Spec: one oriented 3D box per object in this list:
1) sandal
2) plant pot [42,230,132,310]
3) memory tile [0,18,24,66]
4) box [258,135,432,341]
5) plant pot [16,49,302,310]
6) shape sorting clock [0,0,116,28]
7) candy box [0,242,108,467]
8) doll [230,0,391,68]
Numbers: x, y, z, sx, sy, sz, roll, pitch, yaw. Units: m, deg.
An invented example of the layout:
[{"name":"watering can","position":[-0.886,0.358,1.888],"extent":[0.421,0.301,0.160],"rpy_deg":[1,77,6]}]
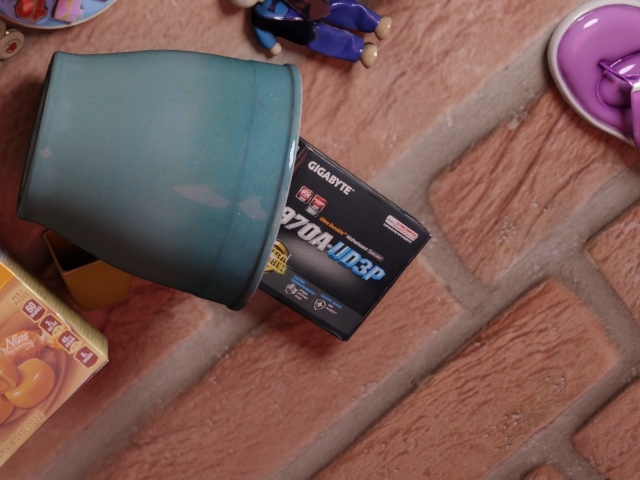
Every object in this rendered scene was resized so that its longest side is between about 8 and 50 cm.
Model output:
[{"name":"sandal","position":[0.453,-0.160,1.996],"extent":[0.416,0.102,0.169],"rpy_deg":[35,97,-32]},{"name":"plant pot","position":[-0.258,0.031,1.805],"extent":[0.081,0.081,0.083],"rpy_deg":[-20,133,-13]},{"name":"memory tile","position":[-0.379,-0.175,1.651],"extent":[0.148,0.012,0.113],"rpy_deg":[-46,158,4]},{"name":"box","position":[0.000,0.000,1.913],"extent":[0.220,0.051,0.175],"rpy_deg":[34,98,-32]},{"name":"plant pot","position":[-0.179,-0.085,1.683],"extent":[0.255,0.271,0.271],"rpy_deg":[13,109,-13]},{"name":"shape sorting clock","position":[-0.278,-0.319,1.643],"extent":[0.206,0.040,0.206],"rpy_deg":[-10,118,-19]},{"name":"candy box","position":[-0.403,0.077,1.703],"extent":[0.316,0.087,0.183],"rpy_deg":[44,93,-14]},{"name":"doll","position":[-0.017,-0.258,1.781],"extent":[0.189,0.046,0.129],"rpy_deg":[16,117,-22]}]
